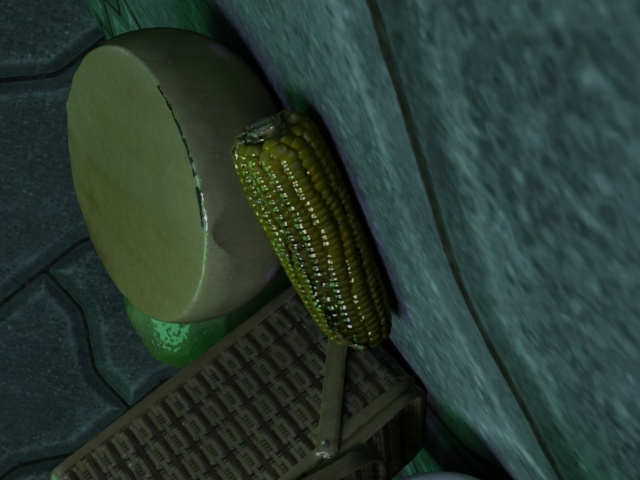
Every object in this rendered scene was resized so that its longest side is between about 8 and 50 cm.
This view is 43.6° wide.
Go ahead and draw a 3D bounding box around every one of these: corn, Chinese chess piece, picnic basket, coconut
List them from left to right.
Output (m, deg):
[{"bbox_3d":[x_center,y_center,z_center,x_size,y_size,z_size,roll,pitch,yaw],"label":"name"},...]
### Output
[{"bbox_3d":[-0.123,-0.054,0.683,0.250,0.097,0.251,24,121,46],"label":"Chinese chess piece"},{"bbox_3d":[-0.113,0.030,0.894,0.204,0.236,0.236,2,129,35],"label":"coconut"},{"bbox_3d":[-0.050,0.211,0.750,0.175,0.312,0.228,45,163,25],"label":"picnic basket"},{"bbox_3d":[0.000,0.000,0.575,0.072,0.072,0.203,45,163,58],"label":"corn"}]

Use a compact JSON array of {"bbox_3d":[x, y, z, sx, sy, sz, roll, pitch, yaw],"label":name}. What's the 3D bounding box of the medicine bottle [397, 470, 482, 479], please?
[{"bbox_3d":[0.090,0.284,0.651,0.165,0.165,0.273,57,169,22],"label":"medicine bottle"}]
